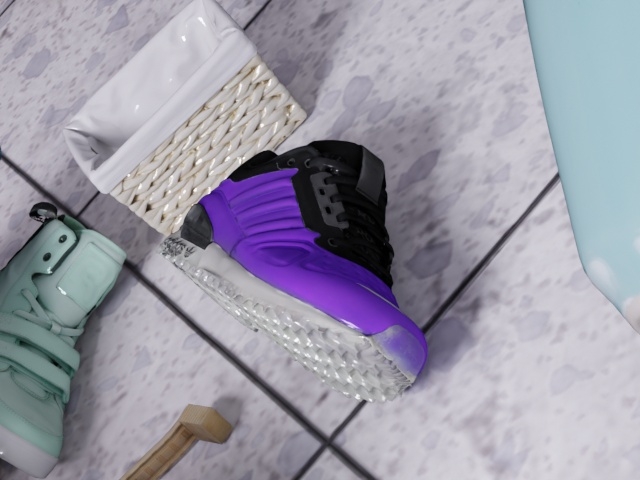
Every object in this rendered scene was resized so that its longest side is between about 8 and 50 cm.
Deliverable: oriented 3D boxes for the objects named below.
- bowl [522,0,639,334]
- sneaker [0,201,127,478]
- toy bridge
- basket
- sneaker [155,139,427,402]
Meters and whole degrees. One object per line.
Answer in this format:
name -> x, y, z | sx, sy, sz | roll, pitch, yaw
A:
bowl -> 0.237, -0.031, 0.788 | 0.311, 0.311, 0.163 | -7, 69, 45
sneaker -> -0.211, 0.065, 1.337 | 0.151, 0.094, 0.256 | -47, 29, 10
toy bridge -> -0.129, 0.193, 1.169 | 0.063, 0.026, 0.188 | 2, 55, 52
basket -> -0.106, -0.095, 1.395 | 0.167, 0.103, 0.113 | -45, 32, 3
sneaker -> -0.001, -0.001, 1.167 | 0.146, 0.102, 0.293 | -50, 32, -8
